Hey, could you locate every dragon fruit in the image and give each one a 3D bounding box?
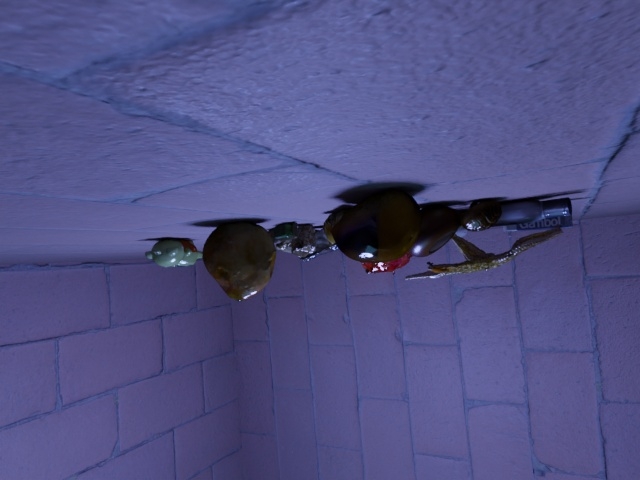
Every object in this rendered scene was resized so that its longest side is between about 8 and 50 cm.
[{"bbox_3d":[0.261,0.022,1.808,0.268,0.210,0.205,1,147,-30],"label":"dragon fruit"}]

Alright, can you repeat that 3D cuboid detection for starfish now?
[{"bbox_3d":[0.478,0.041,1.502,0.384,0.132,0.398,-14,-174,-7],"label":"starfish"}]

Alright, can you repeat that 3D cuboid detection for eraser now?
[{"bbox_3d":[0.711,-0.080,1.567,0.213,0.091,0.046,-3,178,2],"label":"eraser"}]

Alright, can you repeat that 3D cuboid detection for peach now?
[{"bbox_3d":[-0.237,0.061,1.404,0.215,0.235,0.214,-8,168,-2],"label":"peach"}]

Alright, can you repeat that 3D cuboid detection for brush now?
[{"bbox_3d":[-0.146,-0.022,1.631,0.048,0.054,0.282,6,173,-23],"label":"brush"}]

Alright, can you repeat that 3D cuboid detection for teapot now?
[{"bbox_3d":[0.329,-0.048,1.408,0.252,0.135,0.178,-24,158,-34],"label":"teapot"}]

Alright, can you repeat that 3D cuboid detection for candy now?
[{"bbox_3d":[-0.058,-0.001,1.657,0.085,0.110,0.095,10,157,-40],"label":"candy"}]

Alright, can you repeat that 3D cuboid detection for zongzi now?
[{"bbox_3d":[0.116,-0.045,1.296,0.195,0.099,0.197,-4,170,-13],"label":"zongzi"}]

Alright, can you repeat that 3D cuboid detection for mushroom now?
[{"bbox_3d":[0.462,-0.070,1.365,0.126,0.084,0.109,-20,-178,-13],"label":"mushroom"}]

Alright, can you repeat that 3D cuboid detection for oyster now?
[{"bbox_3d":[0.001,0.004,1.802,0.342,0.110,0.166,-18,-178,2],"label":"oyster"}]

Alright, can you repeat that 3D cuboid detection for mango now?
[{"bbox_3d":[0.129,-0.025,1.092,0.202,0.152,0.287,0,177,11],"label":"mango"}]

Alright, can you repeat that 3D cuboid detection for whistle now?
[{"bbox_3d":[-0.537,0.047,1.806,0.131,0.106,0.288,-8,175,19],"label":"whistle"}]

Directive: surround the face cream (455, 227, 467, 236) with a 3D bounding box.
[{"bbox_3d":[0.472,-0.046,1.901,0.269,0.081,0.082,-3,177,-35],"label":"face cream"}]

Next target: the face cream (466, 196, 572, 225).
[{"bbox_3d":[0.603,-0.085,1.456,0.291,0.070,0.144,-6,180,40],"label":"face cream"}]

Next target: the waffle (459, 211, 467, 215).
[{"bbox_3d":[0.445,-0.069,1.693,0.250,0.056,0.261,-2,178,-34],"label":"waffle"}]
